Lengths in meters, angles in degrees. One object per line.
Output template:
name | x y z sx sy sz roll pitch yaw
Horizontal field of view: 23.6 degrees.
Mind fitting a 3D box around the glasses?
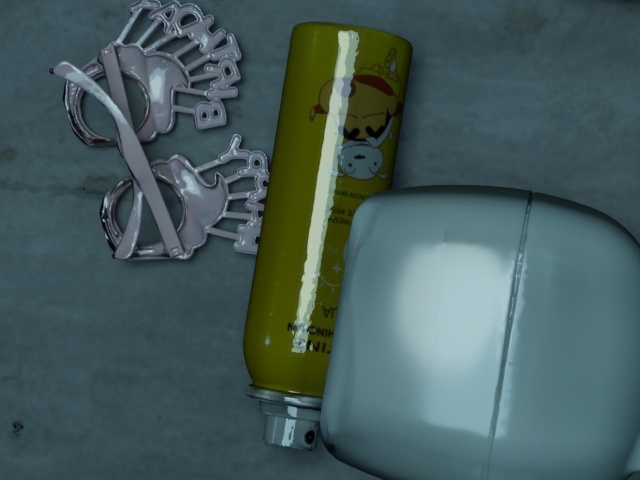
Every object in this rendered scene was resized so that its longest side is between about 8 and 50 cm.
glasses | -0.131 -0.095 1.304 0.162 0.095 0.255 -19 87 -2

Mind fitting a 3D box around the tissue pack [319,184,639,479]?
tissue pack | 0.140 0.079 1.133 0.236 0.333 0.229 8 87 8

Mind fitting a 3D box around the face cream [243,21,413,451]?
face cream | 0.000 0.000 1.273 0.105 0.105 0.348 9 88 8
